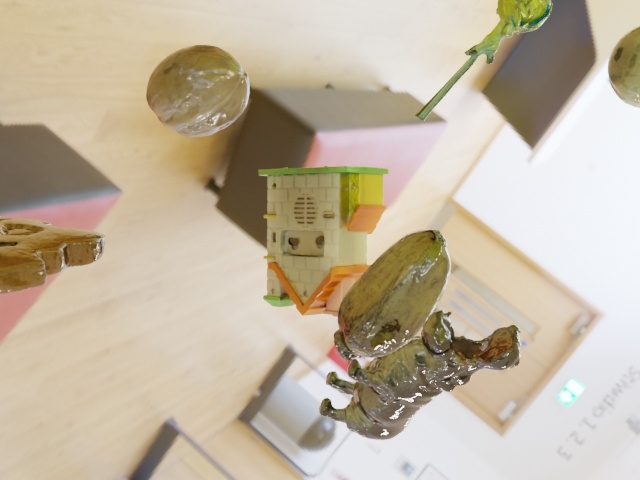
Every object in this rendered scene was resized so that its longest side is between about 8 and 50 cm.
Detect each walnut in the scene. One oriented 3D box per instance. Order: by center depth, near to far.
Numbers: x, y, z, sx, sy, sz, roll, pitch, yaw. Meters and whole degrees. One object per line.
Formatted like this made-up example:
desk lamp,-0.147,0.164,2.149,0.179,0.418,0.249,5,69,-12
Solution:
walnut,-0.190,-0.232,1.387,0.162,0.140,0.140,-31,172,13

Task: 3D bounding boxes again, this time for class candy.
candy,0.229,-0.268,1.265,0.262,0.077,0.073,-48,-157,1

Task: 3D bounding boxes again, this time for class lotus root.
lotus root,0.082,0.064,0.988,0.080,0.089,0.179,27,111,-40

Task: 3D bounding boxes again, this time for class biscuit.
biscuit,-0.422,0.004,1.037,0.278,0.301,0.043,-15,113,-45

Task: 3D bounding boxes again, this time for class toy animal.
toy animal,0.126,0.193,1.304,0.343,0.168,0.106,-41,-156,45

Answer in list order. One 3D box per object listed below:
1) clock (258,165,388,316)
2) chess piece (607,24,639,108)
clock,0.000,0.000,1.550,0.106,0.220,0.255,-2,94,-46
chess piece,0.604,-0.250,1.382,0.182,0.330,0.182,-170,-90,-74
